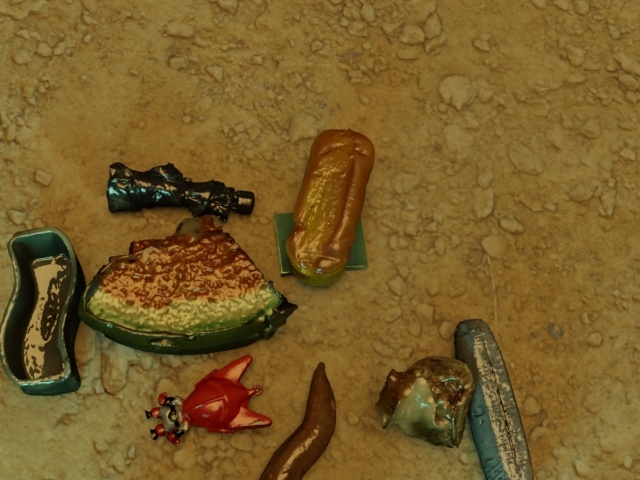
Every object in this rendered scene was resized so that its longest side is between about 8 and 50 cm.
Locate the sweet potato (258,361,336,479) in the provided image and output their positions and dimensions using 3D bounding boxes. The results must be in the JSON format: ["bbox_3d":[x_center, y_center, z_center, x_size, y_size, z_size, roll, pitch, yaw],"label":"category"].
[{"bbox_3d":[-0.033,0.303,1.421,0.059,0.067,0.281,45,63,-28],"label":"sweet potato"}]

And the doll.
[{"bbox_3d":[-0.163,0.236,1.433,0.169,0.057,0.109,-15,70,-10],"label":"doll"}]

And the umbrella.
[{"bbox_3d":[-0.211,-0.076,1.536,0.224,0.080,0.071,7,36,-6],"label":"umbrella"}]

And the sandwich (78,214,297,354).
[{"bbox_3d":[-0.205,0.075,1.464,0.292,0.109,0.212,-16,64,-15],"label":"sandwich"}]

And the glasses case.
[{"bbox_3d":[0.246,0.248,1.435,0.067,0.109,0.282,-11,73,-11],"label":"glasses case"}]

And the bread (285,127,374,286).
[{"bbox_3d":[0.014,-0.054,1.511,0.102,0.094,0.245,15,70,3],"label":"bread"}]

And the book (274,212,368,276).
[{"bbox_3d":[0.000,0.000,1.548,0.135,0.017,0.103,-5,72,-9],"label":"book"}]

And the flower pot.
[{"bbox_3d":[-0.393,0.104,1.435,0.103,0.108,0.229,0,70,-4],"label":"flower pot"}]

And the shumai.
[{"bbox_3d":[0.138,0.231,1.409,0.116,0.145,0.145,-3,68,-41],"label":"shumai"}]
